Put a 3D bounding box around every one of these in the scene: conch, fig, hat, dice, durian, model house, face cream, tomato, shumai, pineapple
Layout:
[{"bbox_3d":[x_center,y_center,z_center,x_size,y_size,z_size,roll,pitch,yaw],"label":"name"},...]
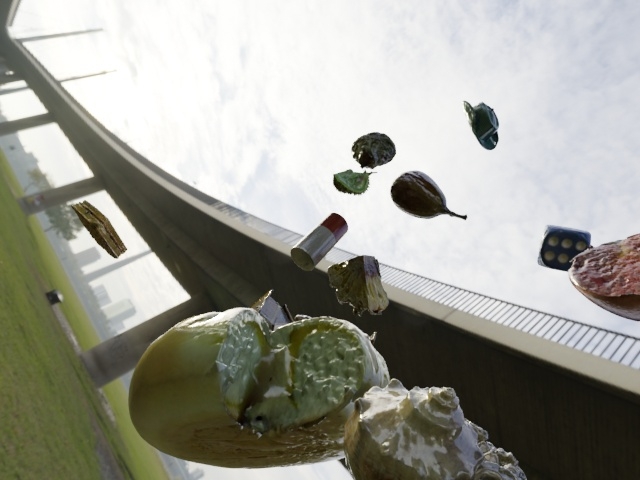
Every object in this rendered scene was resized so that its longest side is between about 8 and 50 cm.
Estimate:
[{"bbox_3d":[0.095,0.238,0.362,0.178,0.162,0.246,-117,-142,-61],"label":"conch"},{"bbox_3d":[0.373,-0.134,1.396,0.274,0.170,0.146,34,-58,24],"label":"fig"},{"bbox_3d":[0.502,-0.371,1.249,0.078,0.138,0.191,-38,-128,40],"label":"hat"},{"bbox_3d":[0.817,0.028,1.374,0.142,0.146,0.147,11,-80,26],"label":"dice"},{"bbox_3d":[0.130,-0.219,1.536,0.086,0.215,0.100,27,-61,47],"label":"durian"},{"bbox_3d":[-0.201,0.300,1.352,0.136,0.207,0.219,42,-66,-8],"label":"model house"},{"bbox_3d":[0.000,0.000,1.375,0.095,0.214,0.096,26,-40,24],"label":"face cream"},{"bbox_3d":[0.800,0.111,1.009,0.308,0.309,0.170,-6,-62,58],"label":"tomato"},{"bbox_3d":[0.142,-0.232,1.098,0.123,0.087,0.099,-9,-57,15],"label":"shumai"},{"bbox_3d":[0.119,0.130,1.295,0.236,0.114,0.186,42,-67,29],"label":"pineapple"}]

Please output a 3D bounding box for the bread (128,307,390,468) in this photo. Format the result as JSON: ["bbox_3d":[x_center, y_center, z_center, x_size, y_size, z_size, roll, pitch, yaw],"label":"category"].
[{"bbox_3d":[-0.077,0.199,0.552,0.333,0.332,0.160,99,-7,-46],"label":"bread"}]

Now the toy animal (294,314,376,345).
[{"bbox_3d":[0.027,0.215,0.919,0.179,0.089,0.188,23,-13,7],"label":"toy animal"}]

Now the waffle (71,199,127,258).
[{"bbox_3d":[-0.543,-0.026,1.007,0.102,0.042,0.148,35,-29,19],"label":"waffle"}]
